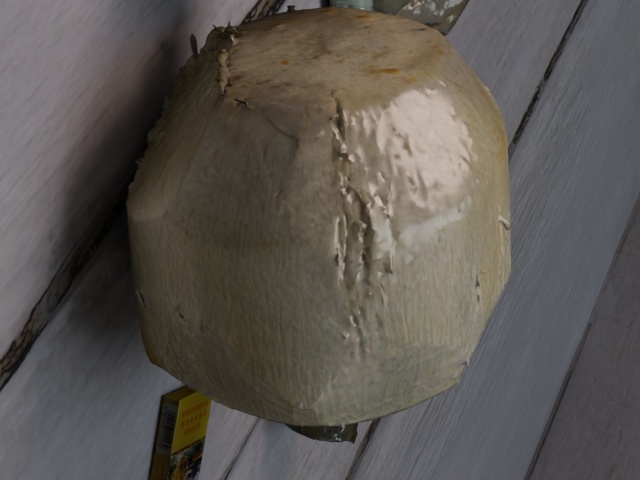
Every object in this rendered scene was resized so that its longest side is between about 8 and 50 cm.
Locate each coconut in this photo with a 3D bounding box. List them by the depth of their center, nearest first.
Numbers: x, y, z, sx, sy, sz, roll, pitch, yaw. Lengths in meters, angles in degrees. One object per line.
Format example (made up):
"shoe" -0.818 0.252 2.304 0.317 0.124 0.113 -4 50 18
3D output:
"coconut" 0.000 0.000 1.518 0.346 0.346 0.360 -51 144 -53

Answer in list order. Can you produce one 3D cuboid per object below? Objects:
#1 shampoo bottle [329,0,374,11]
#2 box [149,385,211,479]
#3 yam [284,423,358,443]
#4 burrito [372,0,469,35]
"shampoo bottle" 0.035 -0.332 1.853 0.072 0.049 0.212 -60 156 -52
"box" -0.143 0.222 1.755 0.087 0.023 0.155 -23 125 -71
"yam" 0.016 0.101 2.004 0.106 0.106 0.259 -20 123 -69
"burrito" 0.148 -0.380 2.037 0.190 0.135 0.331 75 36 -68
